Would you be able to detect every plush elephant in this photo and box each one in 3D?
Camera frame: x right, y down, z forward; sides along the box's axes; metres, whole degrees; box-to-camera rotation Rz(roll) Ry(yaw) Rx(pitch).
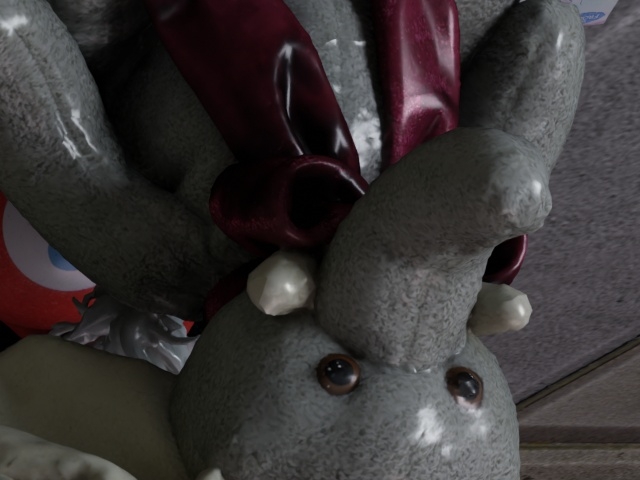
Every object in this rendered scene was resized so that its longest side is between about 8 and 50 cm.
[{"bbox_3d":[0.000,0.000,0.711,0.272,0.255,0.330,2,125,-29],"label":"plush elephant"}]

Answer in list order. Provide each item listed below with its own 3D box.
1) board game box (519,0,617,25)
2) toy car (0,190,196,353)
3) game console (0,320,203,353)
[{"bbox_3d":[0.103,-0.125,0.915,0.090,0.020,0.090,-8,157,-16],"label":"board game box"},{"bbox_3d":[-0.099,0.061,0.954,0.219,0.238,0.210,-14,158,-2],"label":"toy car"},{"bbox_3d":[-0.130,0.097,1.292,0.213,0.044,0.361,-21,157,20],"label":"game console"}]
